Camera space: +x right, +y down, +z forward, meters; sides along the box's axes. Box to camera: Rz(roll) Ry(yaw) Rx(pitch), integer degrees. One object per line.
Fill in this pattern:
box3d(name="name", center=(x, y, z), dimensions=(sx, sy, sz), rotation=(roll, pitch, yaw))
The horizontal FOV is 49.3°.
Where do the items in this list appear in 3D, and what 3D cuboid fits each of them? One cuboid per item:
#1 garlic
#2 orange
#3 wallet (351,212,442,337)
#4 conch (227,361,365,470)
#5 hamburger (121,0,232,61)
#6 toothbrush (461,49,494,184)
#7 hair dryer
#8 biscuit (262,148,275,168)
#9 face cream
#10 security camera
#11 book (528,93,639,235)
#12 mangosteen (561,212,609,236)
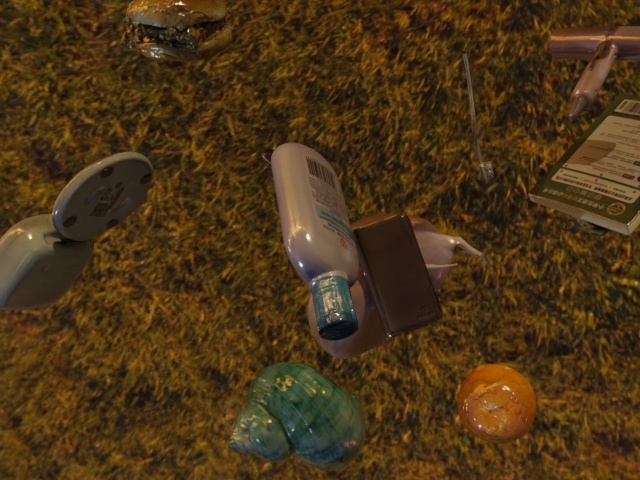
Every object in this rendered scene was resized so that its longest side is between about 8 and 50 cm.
box3d(name="garlic", center=(0.116, 0.092, 1.319), dimensions=(0.246, 0.231, 0.340), rotation=(47, 127, -10))
box3d(name="orange", center=(0.184, 0.170, 0.726), dimensions=(0.083, 0.070, 0.083), rotation=(5, 102, 23))
box3d(name="wallet", center=(0.132, 0.059, 1.209), dimensions=(0.110, 0.031, 0.198), rotation=(-20, 85, 11))
box3d(name="conch", center=(-0.032, 0.270, 1.030), dimensions=(0.202, 0.134, 0.196), rotation=(1, 115, -2))
box3d(name="hamburger", center=(-0.269, -0.434, 1.356), dimensions=(0.189, 0.215, 0.122), rotation=(15, 127, 23))
box3d(name="toothbrush", center=(0.333, -0.263, 1.507), dimensions=(0.028, 0.026, 0.294), rotation=(-14, 103, 8))
box3d(name="hair dryer", center=(0.407, -0.256, 1.084), dimensions=(0.195, 0.220, 0.054), rotation=(20, 151, 49))
box3d(name="biscuit", center=(-0.086, -0.177, 1.516), dimensions=(0.087, 0.089, 0.027), rotation=(21, 122, -14))
box3d(name="face cream", center=(0.000, 0.000, 1.117), dimensions=(0.080, 0.337, 0.163), rotation=(-29, 142, 24))
box3d(name="security camera", center=(-0.358, -0.024, 0.985), dimensions=(0.301, 0.157, 0.080), rotation=(-47, 74, 15))
box3d(name="book", center=(0.505, -0.136, 1.161), dimensions=(0.264, 0.202, 0.027), rotation=(-46, 127, -11))
box3d(name="mangosteen", center=(0.692, -0.090, 1.732), dimensions=(0.192, 0.192, 0.217), rotation=(29, 123, 3))
